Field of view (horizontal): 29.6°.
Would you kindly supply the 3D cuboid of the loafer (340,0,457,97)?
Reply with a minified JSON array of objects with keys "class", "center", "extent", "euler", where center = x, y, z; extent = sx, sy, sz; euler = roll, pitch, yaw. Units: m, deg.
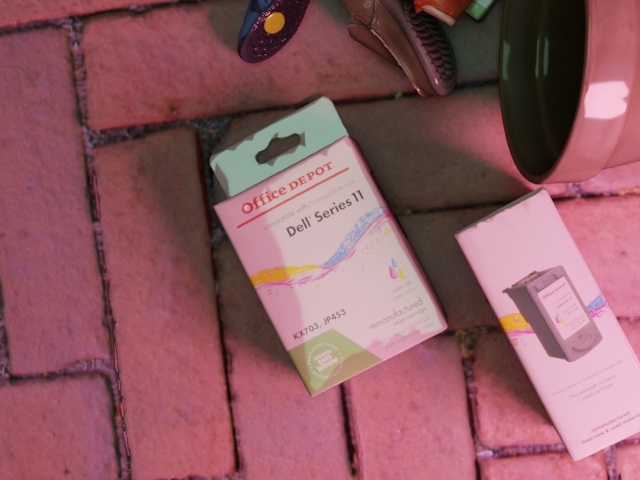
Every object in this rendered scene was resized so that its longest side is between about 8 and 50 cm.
[{"class":"loafer","center":[0.091,-0.286,1.608],"extent":[0.087,0.094,0.251],"euler":[-39,76,31]}]

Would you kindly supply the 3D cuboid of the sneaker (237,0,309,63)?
[{"class":"sneaker","center":[-0.059,-0.341,1.638],"extent":[0.082,0.069,0.209],"euler":[43,109,40]}]

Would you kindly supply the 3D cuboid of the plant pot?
[{"class":"plant pot","center":[0.395,-0.226,1.473],"extent":[0.280,0.323,0.323],"euler":[1,91,-9]}]

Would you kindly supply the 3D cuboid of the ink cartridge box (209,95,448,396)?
[{"class":"ink cartridge box","center":[0.000,0.000,1.600],"extent":[0.207,0.119,0.354],"euler":[-28,88,8]}]

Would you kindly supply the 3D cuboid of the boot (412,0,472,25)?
[{"class":"boot","center":[0.126,-0.341,1.559],"extent":[0.158,0.059,0.085],"euler":[33,103,5]}]

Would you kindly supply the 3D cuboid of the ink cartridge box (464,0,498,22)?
[{"class":"ink cartridge box","center":[0.216,-0.431,1.597],"extent":[0.171,0.056,0.235],"euler":[39,98,6]}]

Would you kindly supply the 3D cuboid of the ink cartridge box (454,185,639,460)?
[{"class":"ink cartridge box","center":[0.291,0.097,1.511],"extent":[0.131,0.226,0.306],"euler":[-29,86,7]}]
